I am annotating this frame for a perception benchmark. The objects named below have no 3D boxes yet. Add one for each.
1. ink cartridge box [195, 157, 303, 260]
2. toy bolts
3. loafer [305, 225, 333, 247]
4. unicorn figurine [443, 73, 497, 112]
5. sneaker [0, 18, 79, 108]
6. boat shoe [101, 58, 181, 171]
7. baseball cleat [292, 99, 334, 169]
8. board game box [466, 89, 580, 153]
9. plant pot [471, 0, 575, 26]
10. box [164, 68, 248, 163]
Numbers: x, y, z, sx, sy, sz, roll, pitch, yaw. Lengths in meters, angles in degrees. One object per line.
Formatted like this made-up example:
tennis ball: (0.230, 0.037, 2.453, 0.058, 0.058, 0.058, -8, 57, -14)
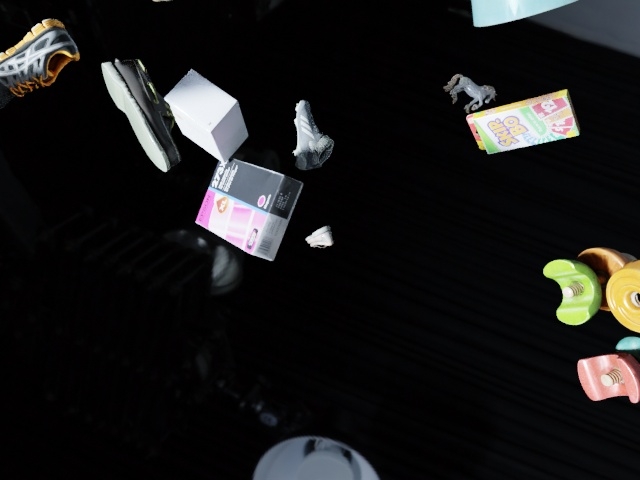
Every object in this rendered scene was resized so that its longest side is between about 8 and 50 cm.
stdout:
ink cartridge box: (-0.188, -0.091, 1.316, 0.069, 0.371, 0.176, 20, -87, -37)
toy bolts: (0.479, 0.116, 0.856, 0.218, 0.158, 0.228, -17, 87, 67)
loafer: (0.000, 0.000, 1.186, 0.045, 0.039, 0.125, -26, -2, -13)
unicorn figurine: (0.444, -0.425, 1.677, 0.111, 0.162, 0.060, -55, 16, -13)
sneaker: (-0.553, -0.322, 1.100, 0.215, 0.083, 0.084, -44, -2, 2)
boat shoe: (-0.274, -0.209, 0.927, 0.068, 0.228, 0.081, -25, -22, -25)
baseball cleat: (-0.016, -0.282, 1.539, 0.072, 0.109, 0.206, 40, -132, -66)
board game box: (0.518, -0.299, 1.496, 0.124, 0.259, 0.039, 54, -134, -33)
plant pot: (0.488, -0.674, 1.379, 0.293, 0.293, 0.235, -52, -52, -55)
box: (-0.244, -0.267, 1.264, 0.091, 0.130, 0.170, -52, -9, -11)
